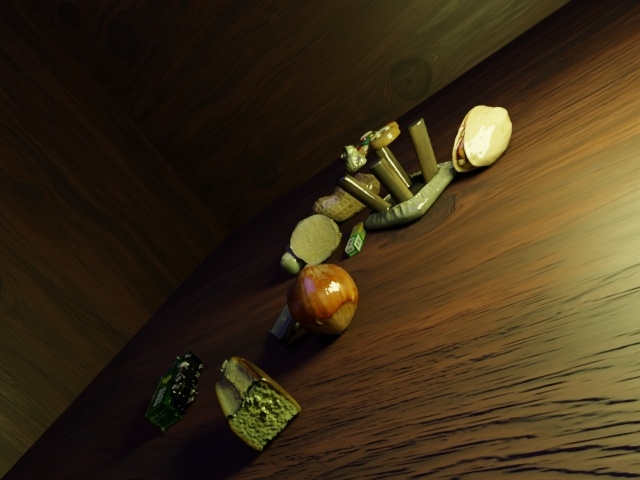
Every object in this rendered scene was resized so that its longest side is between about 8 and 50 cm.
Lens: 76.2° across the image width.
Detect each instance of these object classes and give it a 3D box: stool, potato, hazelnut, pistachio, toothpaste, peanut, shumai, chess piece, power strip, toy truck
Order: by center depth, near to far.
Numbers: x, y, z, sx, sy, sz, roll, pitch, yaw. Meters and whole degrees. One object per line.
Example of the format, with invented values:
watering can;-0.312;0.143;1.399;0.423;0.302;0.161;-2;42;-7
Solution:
hazelnut;0.003;0.146;1.005;0.182;0.182;0.182;-35;16;11
power strip;-0.058;0.199;1.178;0.213;0.064;0.198;-59;6;-14
pistachio;0.488;-0.307;1.246;0.229;0.157;0.157;-57;20;-17
toy truck;-0.454;0.467;1.303;0.121;0.088;0.259;-37;16;5
shumai;0.098;-0.266;1.314;0.082;0.080;0.083;-50;19;-28
stool;0.255;-0.215;1.377;0.310;0.226;0.310;-47;17;-23
toothpaste;0.128;-0.008;1.425;0.043;0.037;0.178;-29;18;29
potato;0.000;0.000;1.533;0.202;0.182;0.117;-41;-21;25
chess piece;-0.082;0.035;1.635;0.133;0.133;0.243;-25;25;41
peanut;0.104;-0.171;1.733;0.325;0.153;0.140;-26;14;18

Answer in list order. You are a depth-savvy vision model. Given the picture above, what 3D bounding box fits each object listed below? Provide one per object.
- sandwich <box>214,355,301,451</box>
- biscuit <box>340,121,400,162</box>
sandwich;-0.155;0.343;0.903;0.122;0.128;0.235;-47;16;-16
biscuit;0.182;-0.350;1.430;0.197;0.049;0.301;-43;16;-6
